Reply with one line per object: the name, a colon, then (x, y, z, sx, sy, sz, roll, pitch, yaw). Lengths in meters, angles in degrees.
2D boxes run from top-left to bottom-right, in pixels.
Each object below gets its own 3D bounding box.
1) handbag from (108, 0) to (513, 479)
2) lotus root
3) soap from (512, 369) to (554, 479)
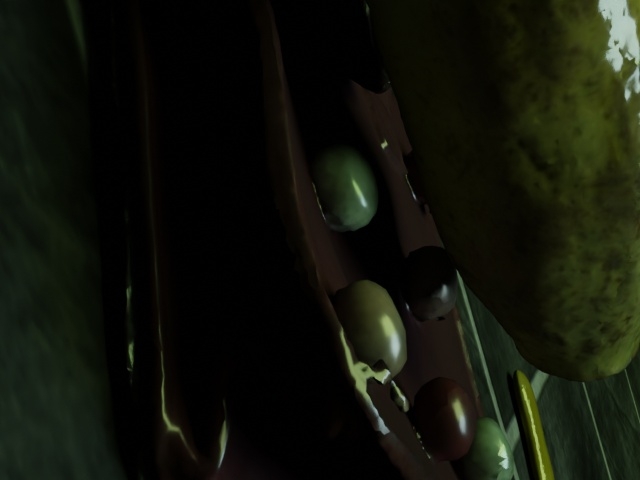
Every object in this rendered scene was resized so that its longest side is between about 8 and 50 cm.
handbag: (0.003, 0.000, 0.485, 0.203, 0.074, 0.216, 51, 27, -59)
lotus root: (0.056, -0.080, 0.446, 0.110, 0.097, 0.258, -87, 159, -63)
soap: (0.140, 0.128, 0.984, 0.034, 0.012, 0.089, 30, 46, -69)
